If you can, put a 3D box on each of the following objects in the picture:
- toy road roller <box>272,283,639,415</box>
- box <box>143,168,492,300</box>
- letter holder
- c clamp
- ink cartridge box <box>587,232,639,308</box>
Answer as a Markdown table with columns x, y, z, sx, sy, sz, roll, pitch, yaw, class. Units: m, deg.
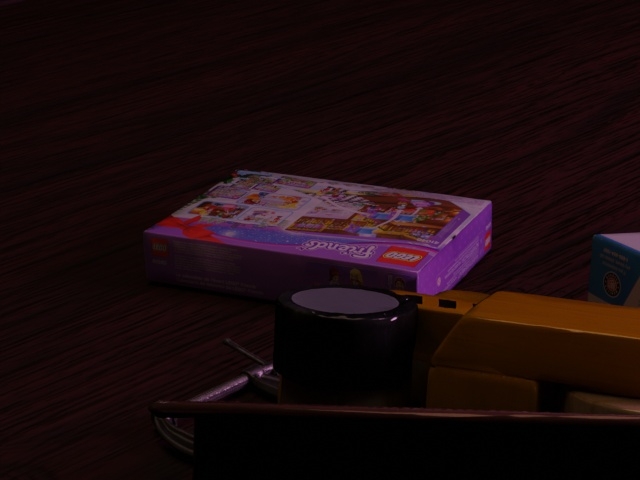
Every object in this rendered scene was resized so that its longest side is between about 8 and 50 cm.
| x | y | z | sx | sy | sz | roll | pitch | yaw | class |
| --- | --- | --- | --- | --- | --- | --- | --- | --- | --- |
| 0.126 | 0.126 | 1.033 | 0.329 | 0.202 | 0.240 | 7 | 12 | 23 | toy road roller |
| 0.000 | 0.000 | 1.531 | 0.293 | 0.057 | 0.201 | 8 | 24 | 25 | box |
| 0.053 | 0.157 | 0.777 | 0.302 | 0.152 | 0.214 | 0 | -8 | 12 | letter holder |
| -0.076 | 0.135 | 1.260 | 0.137 | 0.022 | 0.161 | 19 | 28 | 32 | c clamp |
| 0.245 | 0.100 | 1.057 | 0.082 | 0.190 | 0.139 | -4 | 15 | -22 | ink cartridge box |
